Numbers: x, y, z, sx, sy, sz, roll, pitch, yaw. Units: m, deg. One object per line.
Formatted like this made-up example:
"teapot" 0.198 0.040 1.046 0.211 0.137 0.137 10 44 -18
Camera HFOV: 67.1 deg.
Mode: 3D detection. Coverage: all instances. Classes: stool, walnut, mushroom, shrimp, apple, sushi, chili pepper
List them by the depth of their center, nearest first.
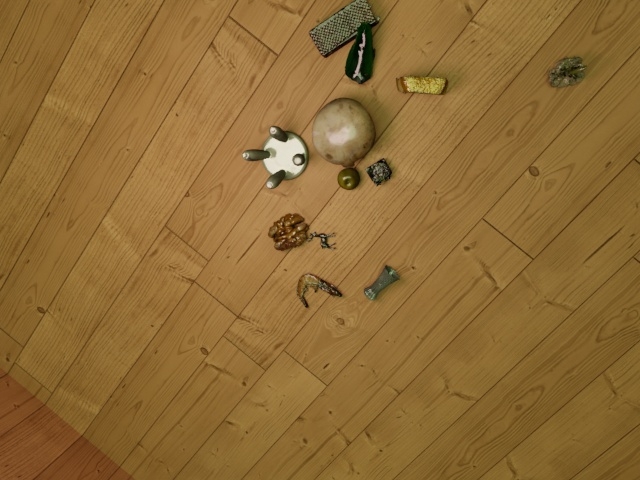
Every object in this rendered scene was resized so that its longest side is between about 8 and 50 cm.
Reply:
"chili pepper" 0.144 -0.678 1.744 0.108 0.062 0.216 12 128 8
"mushroom" 0.085 -0.394 1.782 0.255 0.184 0.254 3 106 10
"stool" -0.161 -0.316 1.845 0.195 0.198 0.195 -38 94 19
"sushi" 0.228 -0.260 1.852 0.083 0.056 0.084 -32 93 9
"apple" 0.110 -0.237 1.871 0.090 0.074 0.089 2 123 3
"walnut" -0.135 -0.032 1.967 0.170 0.069 0.142 -32 81 16
"shrimp" -0.013 0.229 2.020 0.195 0.035 0.147 26 104 12

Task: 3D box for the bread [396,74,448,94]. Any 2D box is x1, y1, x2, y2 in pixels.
"bread" 0.363 -0.556 1.730 0.188 0.103 0.065 8 106 5

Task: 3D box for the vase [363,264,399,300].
"vase" 0.239 0.176 1.939 0.081 0.081 0.148 43 111 0

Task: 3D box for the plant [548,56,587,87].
"plant" 0.840 -0.563 1.624 0.117 0.122 0.104 -34 105 10

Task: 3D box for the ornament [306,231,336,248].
"ornament" 0.000 0.000 1.971 0.125 0.028 0.073 0 102 10

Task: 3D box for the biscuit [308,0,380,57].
"biscuit" 0.089 -0.776 1.753 0.252 0.070 0.106 -28 97 16
